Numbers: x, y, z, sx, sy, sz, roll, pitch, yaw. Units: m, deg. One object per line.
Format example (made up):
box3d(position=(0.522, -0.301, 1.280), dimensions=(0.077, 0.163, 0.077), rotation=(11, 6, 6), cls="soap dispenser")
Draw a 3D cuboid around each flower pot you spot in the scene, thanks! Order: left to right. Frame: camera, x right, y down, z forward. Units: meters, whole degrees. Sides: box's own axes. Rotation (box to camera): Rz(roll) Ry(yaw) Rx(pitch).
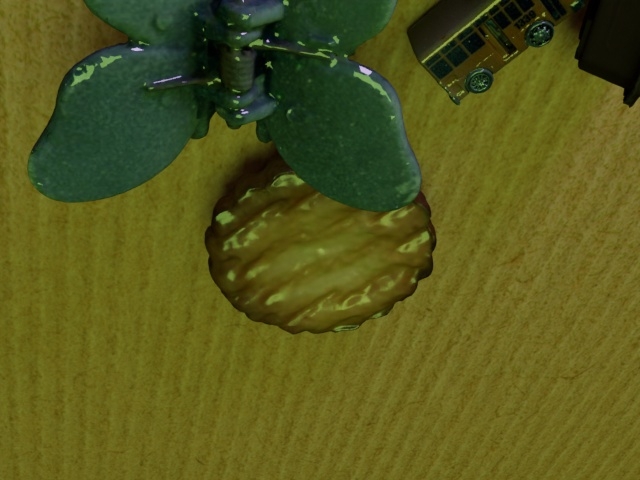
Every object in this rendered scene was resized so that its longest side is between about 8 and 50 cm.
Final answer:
box3d(position=(0.352, -0.290, 0.829), dimensions=(0.084, 0.178, 0.250), rotation=(17, 131, 11), cls="flower pot")

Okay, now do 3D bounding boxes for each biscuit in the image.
box3d(position=(0.000, 0.000, 1.050), dimensions=(0.326, 0.107, 0.325), rotation=(-2, 132, -2), cls="biscuit")

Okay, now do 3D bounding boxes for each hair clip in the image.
box3d(position=(-0.088, -0.222, 0.757), dimensions=(0.393, 0.238, 0.318), rotation=(0, 131, -8), cls="hair clip")

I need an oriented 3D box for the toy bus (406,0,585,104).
box3d(position=(0.198, -0.259, 0.867), dimensions=(0.182, 0.091, 0.103), rotation=(-37, 126, 24), cls="toy bus")
